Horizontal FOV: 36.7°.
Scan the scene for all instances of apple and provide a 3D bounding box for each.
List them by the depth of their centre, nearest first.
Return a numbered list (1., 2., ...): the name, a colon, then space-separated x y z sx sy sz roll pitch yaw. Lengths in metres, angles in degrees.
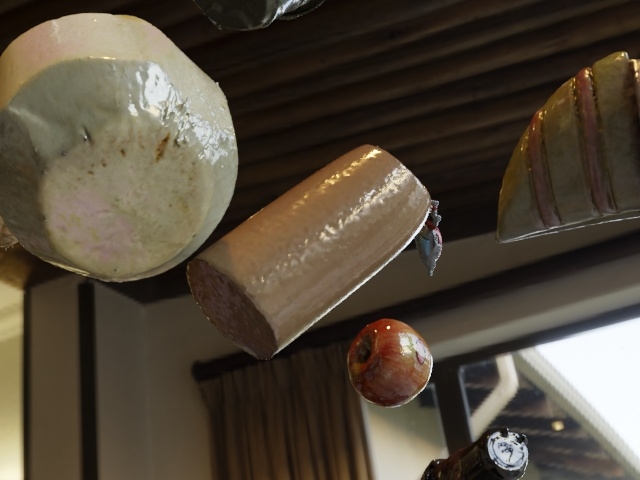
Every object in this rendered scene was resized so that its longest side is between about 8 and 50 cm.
1. apple: 0.118 0.210 1.631 0.131 0.146 0.146 27 -41 -28

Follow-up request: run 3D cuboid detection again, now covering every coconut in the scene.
1. coconut: -0.188 -0.089 0.861 0.241 0.241 0.241 -7 -27 -4

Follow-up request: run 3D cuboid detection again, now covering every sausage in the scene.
1. sausage: 0.000 0.000 0.966 0.253 0.123 0.123 -38 -15 -26

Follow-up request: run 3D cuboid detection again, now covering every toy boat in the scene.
1. toy boat: 0.373 -0.114 1.262 0.293 0.276 0.111 10 2 32

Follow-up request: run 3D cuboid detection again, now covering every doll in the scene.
1. doll: 0.159 -0.003 1.405 0.039 0.114 0.057 -5 11 -40

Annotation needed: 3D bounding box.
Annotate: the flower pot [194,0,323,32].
1. flower pot: -0.098 -0.372 1.280 0.235 0.140 0.235 22 -35 16

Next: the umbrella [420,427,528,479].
1. umbrella: 0.129 0.291 1.027 0.094 0.090 0.326 26 -42 -5

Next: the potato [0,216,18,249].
1. potato: -0.656 -0.096 1.967 0.128 0.161 0.235 -11 -44 -43
